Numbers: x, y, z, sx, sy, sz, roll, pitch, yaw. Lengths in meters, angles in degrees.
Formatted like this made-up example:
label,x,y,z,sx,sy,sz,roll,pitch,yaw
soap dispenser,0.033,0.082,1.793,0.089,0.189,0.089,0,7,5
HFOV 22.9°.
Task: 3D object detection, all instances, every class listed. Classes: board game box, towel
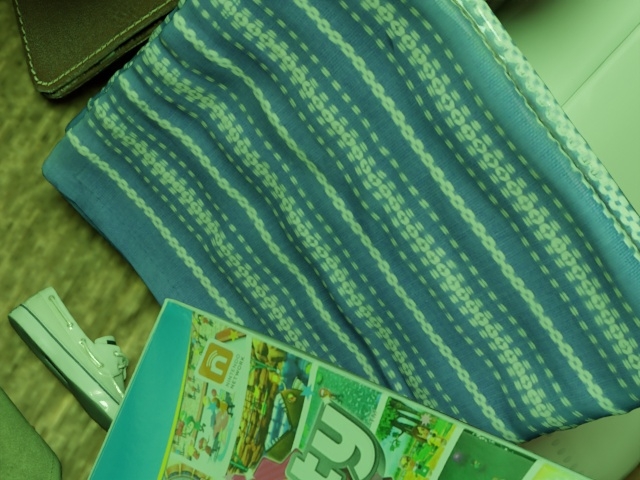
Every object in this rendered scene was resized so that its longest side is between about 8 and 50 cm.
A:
label,x,y,z,sx,sy,sz,roll,pitch,yaw
board game box,0.031,0.180,0.607,0.303,0.097,0.224,20,86,35
towel,0.000,0.000,0.689,0.040,0.336,0.243,-39,93,-30

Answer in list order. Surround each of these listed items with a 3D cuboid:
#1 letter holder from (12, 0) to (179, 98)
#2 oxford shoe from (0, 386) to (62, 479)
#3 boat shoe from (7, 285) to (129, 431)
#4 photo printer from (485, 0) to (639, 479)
label,x,y,z,sx,sy,sz,roll,pitch,yaw
letter holder,-0.068,-0.237,0.885,0.152,0.214,0.302,7,66,-46
oxford shoe,-0.203,0.094,0.761,0.130,0.123,0.348,2,62,-46
boat shoe,-0.116,0.064,0.816,0.035,0.035,0.100,-41,78,-20
photo printer,0.150,-0.029,0.805,0.107,0.256,0.307,23,59,41
